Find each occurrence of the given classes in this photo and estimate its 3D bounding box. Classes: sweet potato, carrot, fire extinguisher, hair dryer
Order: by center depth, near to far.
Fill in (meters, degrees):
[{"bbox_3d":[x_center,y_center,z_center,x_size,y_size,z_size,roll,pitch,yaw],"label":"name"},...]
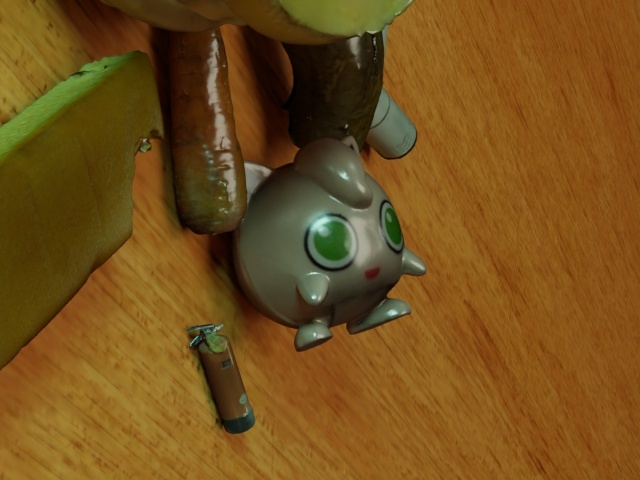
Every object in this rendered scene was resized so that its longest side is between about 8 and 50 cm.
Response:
[{"bbox_3d":[-0.078,-0.098,0.910,0.047,0.047,0.191,-18,101,-66],"label":"carrot"},{"bbox_3d":[-0.065,0.087,0.943,0.028,0.022,0.083,-32,121,-29],"label":"fire extinguisher"},{"bbox_3d":[-0.013,-0.199,1.040,0.112,0.085,0.285,152,-75,-79],"label":"sweet potato"},{"bbox_3d":[0.033,-0.176,1.188,0.155,0.044,0.183,39,47,-61],"label":"hair dryer"}]

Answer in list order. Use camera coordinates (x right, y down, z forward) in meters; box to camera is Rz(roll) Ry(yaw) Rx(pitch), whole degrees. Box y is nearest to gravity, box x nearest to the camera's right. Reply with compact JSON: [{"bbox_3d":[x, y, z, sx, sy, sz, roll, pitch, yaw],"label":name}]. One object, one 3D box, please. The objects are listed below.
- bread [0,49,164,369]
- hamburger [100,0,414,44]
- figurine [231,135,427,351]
[{"bbox_3d":[-0.141,-0.020,0.744,0.226,0.049,0.088,-53,134,-57],"label":"bread"},{"bbox_3d":[-0.064,-0.243,0.771,0.303,0.186,0.260,11,87,-61],"label":"hamburger"},{"bbox_3d":[0.000,0.000,0.977,0.125,0.125,0.138,-5,80,-67],"label":"figurine"}]
